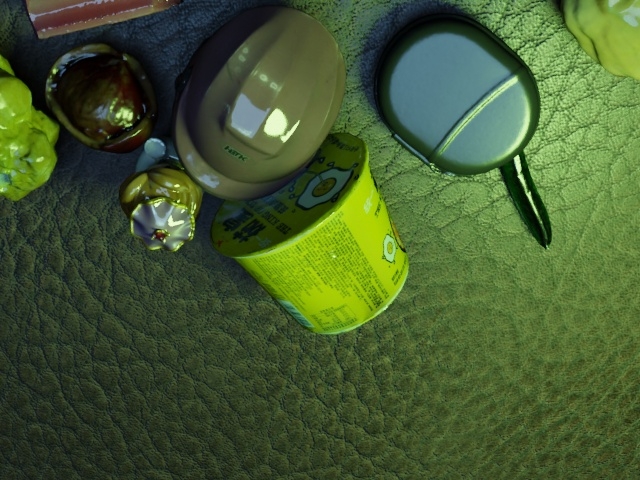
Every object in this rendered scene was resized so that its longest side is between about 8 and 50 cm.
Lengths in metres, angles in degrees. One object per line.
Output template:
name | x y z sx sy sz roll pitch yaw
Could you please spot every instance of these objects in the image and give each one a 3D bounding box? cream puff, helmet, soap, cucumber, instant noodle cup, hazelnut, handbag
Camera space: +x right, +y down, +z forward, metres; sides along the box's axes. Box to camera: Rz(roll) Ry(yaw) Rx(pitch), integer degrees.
cream puff | -0.620 -0.207 1.373 0.323 0.270 0.274 -11 80 15
helmet | -0.087 -0.242 1.290 0.271 0.197 0.338 33 68 -17
soap | -0.357 -0.416 1.295 0.250 0.162 0.099 -11 115 6
cucumber | 0.389 -0.109 1.502 0.056 0.056 0.284 -21 110 9
instant noodle cup | 0.000 0.000 1.422 0.325 0.326 0.254 -28 120 12
hazelnut | -0.384 -0.244 1.370 0.201 0.170 0.160 37 153 -15
hazelnut | 0.544 -0.391 1.293 0.261 0.241 0.261 12 116 26
handbag | 0.239 -0.252 1.388 0.308 0.093 0.254 38 110 -6

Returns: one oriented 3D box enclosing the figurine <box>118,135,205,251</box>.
figurine | -0.272 -0.090 1.390 0.142 0.263 0.190 -16 118 8
